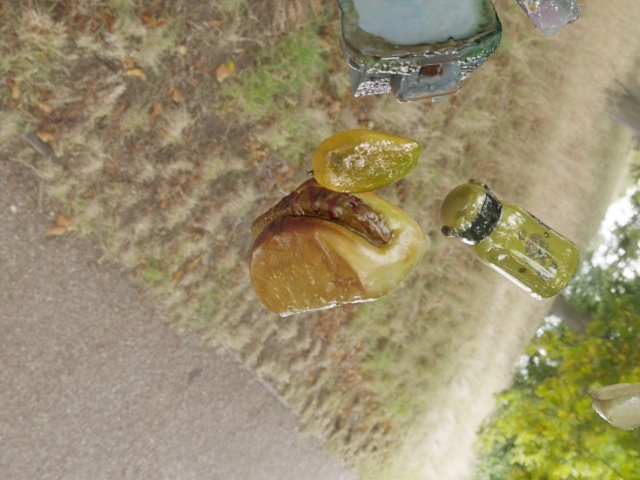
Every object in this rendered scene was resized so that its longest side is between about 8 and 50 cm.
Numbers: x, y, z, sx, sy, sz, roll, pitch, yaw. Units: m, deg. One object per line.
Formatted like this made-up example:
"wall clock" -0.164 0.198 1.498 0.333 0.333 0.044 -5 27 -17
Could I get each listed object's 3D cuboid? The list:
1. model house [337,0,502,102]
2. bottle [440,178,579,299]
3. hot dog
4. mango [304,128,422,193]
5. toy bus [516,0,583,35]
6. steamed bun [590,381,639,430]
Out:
"model house" 0.216 -0.447 1.622 0.360 0.297 0.339 -11 152 -5
"bottle" 0.448 -0.011 1.608 0.171 0.351 0.171 -50 -161 23
"hot dog" -0.001 0.001 1.261 0.185 0.223 0.405 -38 -167 -37
"mango" 0.067 -0.125 1.036 0.187 0.101 0.066 -5 177 4
"toy bus" 0.461 -0.523 1.370 0.112 0.138 0.317 -31 -160 29
"steamed bun" 0.788 0.421 1.673 0.231 0.110 0.212 -12 171 -5
